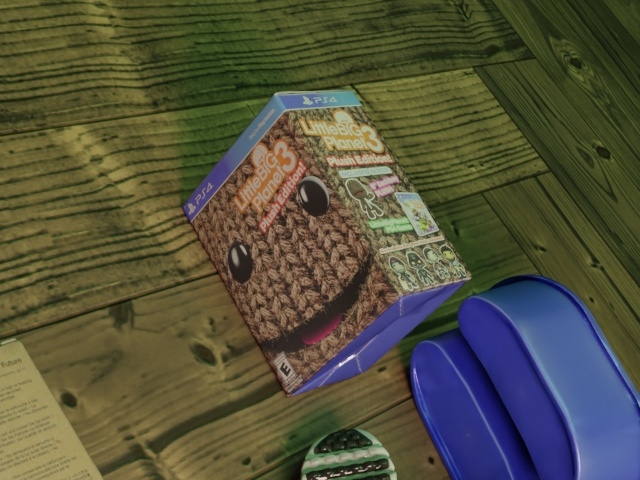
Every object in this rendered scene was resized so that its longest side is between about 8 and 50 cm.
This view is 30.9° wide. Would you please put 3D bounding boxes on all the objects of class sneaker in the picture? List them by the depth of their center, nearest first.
[{"bbox_3d":[0.039,0.334,1.249,0.110,0.118,0.292,-6,43,-3],"label":"sneaker"}]

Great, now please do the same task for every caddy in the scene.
[{"bbox_3d":[0.272,0.208,1.472,0.179,0.241,0.341,-6,60,-38],"label":"caddy"}]

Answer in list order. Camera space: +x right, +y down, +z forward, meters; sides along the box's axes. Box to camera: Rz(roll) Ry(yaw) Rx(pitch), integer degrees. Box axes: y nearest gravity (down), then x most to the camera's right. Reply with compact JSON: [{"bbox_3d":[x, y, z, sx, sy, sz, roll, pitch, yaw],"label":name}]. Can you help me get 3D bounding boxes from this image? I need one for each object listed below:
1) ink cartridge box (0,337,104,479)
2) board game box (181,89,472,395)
[{"bbox_3d":[-0.331,0.213,1.026,0.234,0.088,0.193,-17,66,-49],"label":"ink cartridge box"},{"bbox_3d":[0.000,0.000,1.417,0.141,0.232,0.291,-10,61,-47],"label":"board game box"}]
